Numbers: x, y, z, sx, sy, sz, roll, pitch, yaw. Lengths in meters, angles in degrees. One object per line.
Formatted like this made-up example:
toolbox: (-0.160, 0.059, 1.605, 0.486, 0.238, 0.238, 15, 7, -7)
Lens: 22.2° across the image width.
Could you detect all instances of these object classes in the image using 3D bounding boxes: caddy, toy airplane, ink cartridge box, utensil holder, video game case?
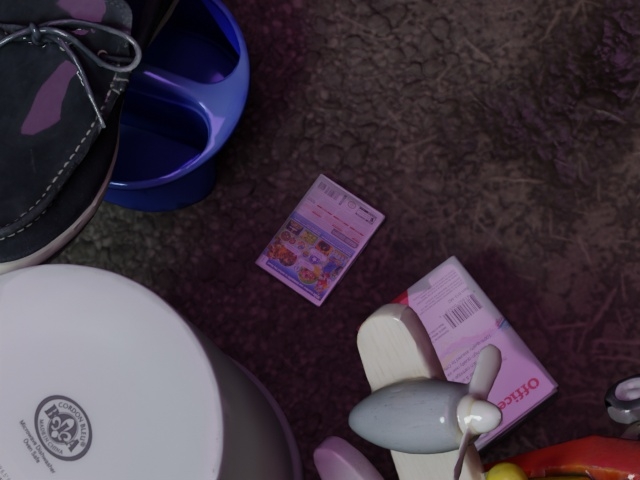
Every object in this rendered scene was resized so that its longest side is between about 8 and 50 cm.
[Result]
caddy: (-0.234, -0.174, 1.739, 0.341, 0.179, 0.241, 17, 78, 12)
toy airplane: (0.148, 0.278, 1.470, 0.386, 0.272, 0.384, 27, 120, 0)
ink cartridge box: (0.140, 0.126, 1.658, 0.127, 0.072, 0.175, -36, 73, -3)
utensil holder: (-0.199, 0.211, 1.517, 0.328, 0.385, 0.327, -2, 74, 6)
video game case: (0.000, 0.000, 1.745, 0.087, 0.011, 0.122, 34, 81, 15)

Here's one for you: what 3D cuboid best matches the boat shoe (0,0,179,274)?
boat shoe: (-0.252, -0.174, 1.539, 0.187, 0.156, 0.500, 17, 56, 7)
